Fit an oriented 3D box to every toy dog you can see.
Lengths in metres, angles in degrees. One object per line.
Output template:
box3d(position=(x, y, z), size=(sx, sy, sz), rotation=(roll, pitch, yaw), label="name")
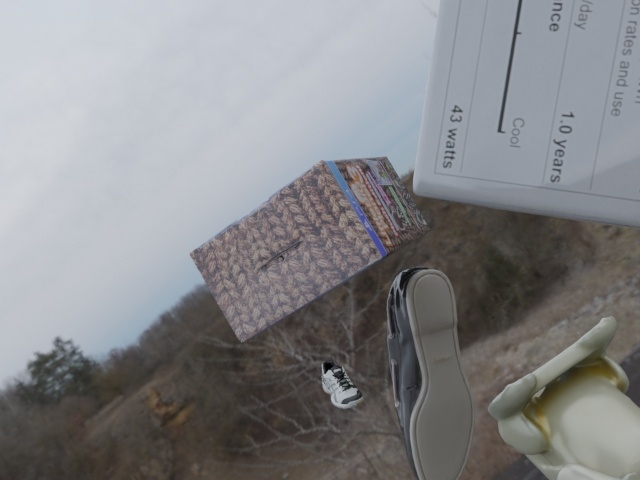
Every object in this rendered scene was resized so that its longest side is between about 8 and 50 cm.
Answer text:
box3d(position=(0.508, 0.418, 1.199), size=(0.284, 0.408, 0.395), rotation=(-25, -29, -22), label="toy dog")

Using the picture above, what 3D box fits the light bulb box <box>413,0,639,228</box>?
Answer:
box3d(position=(0.274, -0.177, 0.418), size=(0.361, 0.358, 0.225), rotation=(10, 9, 18), label="light bulb box")

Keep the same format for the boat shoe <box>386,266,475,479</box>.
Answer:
box3d(position=(0.163, 0.207, 1.039), size=(0.112, 0.335, 0.095), rotation=(-3, -2, -19), label="boat shoe")

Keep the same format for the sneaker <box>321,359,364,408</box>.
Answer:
box3d(position=(0.021, 0.162, 0.767), size=(0.031, 0.037, 0.083), rotation=(-16, 16, -23), label="sneaker")

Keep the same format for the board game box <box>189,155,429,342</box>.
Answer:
box3d(position=(0.000, 0.000, 0.976), size=(0.232, 0.141, 0.291), rotation=(-33, -5, 22), label="board game box")
